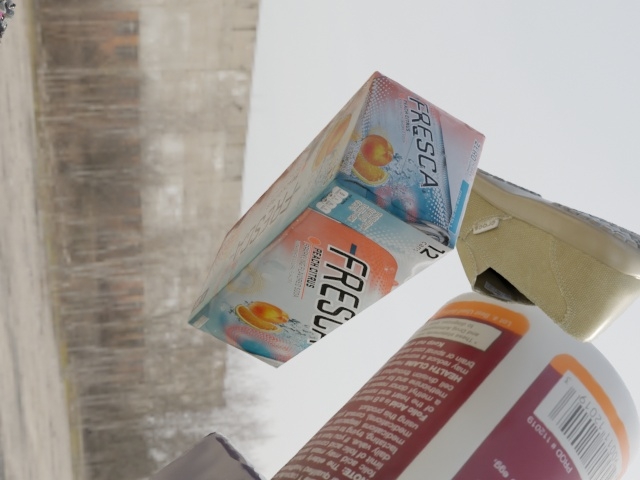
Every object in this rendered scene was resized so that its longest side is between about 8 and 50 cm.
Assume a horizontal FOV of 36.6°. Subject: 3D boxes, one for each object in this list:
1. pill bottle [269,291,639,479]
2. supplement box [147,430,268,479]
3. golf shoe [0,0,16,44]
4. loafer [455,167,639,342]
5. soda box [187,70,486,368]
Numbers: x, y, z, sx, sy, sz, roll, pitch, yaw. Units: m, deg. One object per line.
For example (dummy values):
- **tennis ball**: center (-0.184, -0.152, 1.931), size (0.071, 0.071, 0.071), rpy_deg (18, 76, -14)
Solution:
- **pill bottle**: center (0.073, 0.240, 0.802), size (0.224, 0.392, 0.224), rpy_deg (34, -33, 26)
- **supplement box**: center (-0.014, 0.307, 0.492), size (0.357, 0.195, 0.194), rpy_deg (54, -13, -5)
- **golf shoe**: center (-0.164, -0.120, 0.396), size (0.186, 0.086, 0.068), rpy_deg (18, -91, 64)
- **loafer**: center (0.144, 0.000, 0.767), size (0.268, 0.102, 0.092), rpy_deg (34, -77, 59)
- **soda box**: center (0.000, 0.000, 0.456), size (0.183, 0.058, 0.063), rpy_deg (-42, -157, 56)
